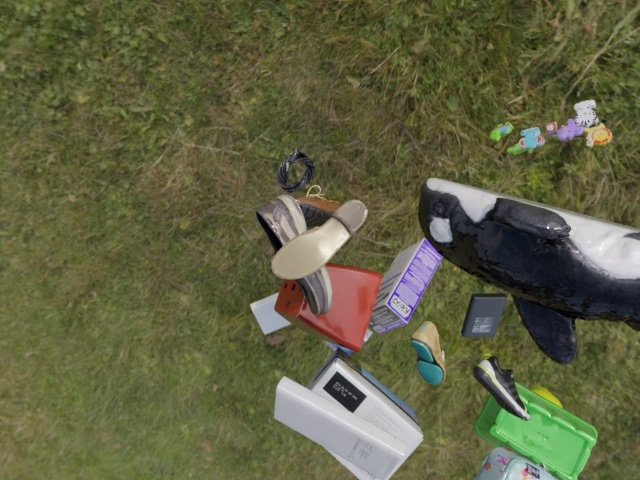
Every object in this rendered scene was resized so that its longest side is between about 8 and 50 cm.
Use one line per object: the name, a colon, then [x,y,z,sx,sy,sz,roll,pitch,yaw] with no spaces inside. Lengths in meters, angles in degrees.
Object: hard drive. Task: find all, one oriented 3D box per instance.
hard drive: [0.039,0.513,1.222,0.353,0.047,0.233,24,140,13]
hard drive: [0.440,0.202,1.215,0.094,0.022,0.135,1,120,-7]
hard drive: [-0.145,0.306,2.070,0.308,0.040,0.203,-22,132,-6]

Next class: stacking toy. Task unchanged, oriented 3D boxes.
stacking toy: [0.512,-0.234,1.007,0.221,0.167,0.052,-8,78,37]

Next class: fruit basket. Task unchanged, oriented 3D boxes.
fruit basket: [0.788,0.678,1.659,0.392,0.392,0.283,31,84,-6]

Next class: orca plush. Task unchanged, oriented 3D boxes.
orca plush: [0.195,0.038,0.318,0.287,0.151,0.102,18,104,19]

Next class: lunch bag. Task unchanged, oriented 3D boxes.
lunch bag: [0.478,0.672,1.105,0.224,0.279,0.108,35,166,-9]

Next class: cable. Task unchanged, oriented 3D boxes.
cable: [-0.084,-0.238,1.618,0.047,0.184,0.150,29,84,27]

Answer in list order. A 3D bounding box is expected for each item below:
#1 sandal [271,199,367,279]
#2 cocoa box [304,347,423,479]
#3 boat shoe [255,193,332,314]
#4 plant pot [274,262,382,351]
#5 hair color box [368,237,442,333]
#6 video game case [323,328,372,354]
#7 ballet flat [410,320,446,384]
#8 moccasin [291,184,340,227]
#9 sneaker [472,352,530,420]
sandal: [0.004,0.005,0.987,0.240,0.079,0.088,-39,83,-1]
cocoa box: [0.114,0.557,1.449,0.347,0.228,0.231,40,92,4]
boat shoe: [-0.083,0.051,1.259,0.355,0.130,0.132,67,157,5]
plant pot: [0.005,0.192,1.510,0.236,0.267,0.267,24,167,-29]
hair color box: [0.294,0.163,1.628,0.110,0.339,0.185,42,146,-4]
video game case: [0.074,0.397,2.021,0.244,0.061,0.269,38,145,5]
ballet flat: [0.280,0.282,1.123,0.080,0.073,0.232,18,148,33]
moccasin: [-0.017,-0.143,1.931,0.139,0.380,0.147,-39,65,33]
sneaker: [0.553,0.430,1.329,0.097,0.084,0.234,-45,99,-14]
